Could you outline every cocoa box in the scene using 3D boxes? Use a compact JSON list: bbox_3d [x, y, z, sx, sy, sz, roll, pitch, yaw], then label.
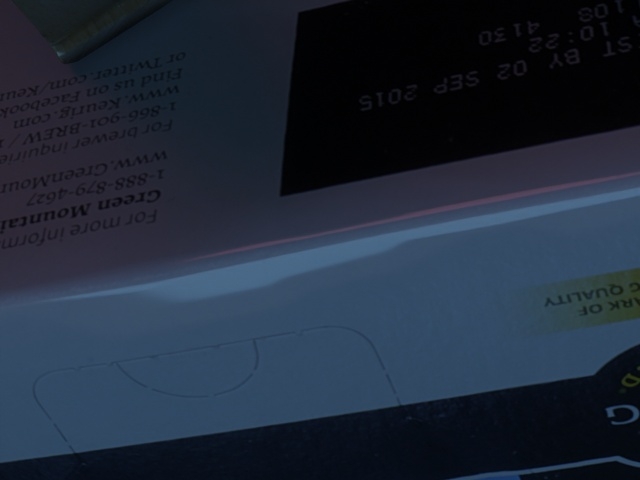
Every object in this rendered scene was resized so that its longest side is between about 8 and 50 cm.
[{"bbox_3d":[0.000,0.000,0.484,0.347,0.231,0.228,-10,136,16],"label":"cocoa box"}]

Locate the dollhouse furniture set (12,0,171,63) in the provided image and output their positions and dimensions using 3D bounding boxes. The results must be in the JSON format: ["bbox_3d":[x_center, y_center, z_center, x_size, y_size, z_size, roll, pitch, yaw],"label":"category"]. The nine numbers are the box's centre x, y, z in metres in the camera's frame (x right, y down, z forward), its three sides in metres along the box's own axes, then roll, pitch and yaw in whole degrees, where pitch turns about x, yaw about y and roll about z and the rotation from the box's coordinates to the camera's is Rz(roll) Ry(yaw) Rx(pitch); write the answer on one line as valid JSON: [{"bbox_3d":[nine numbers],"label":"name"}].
[{"bbox_3d":[-0.004,-0.169,0.330,0.212,0.242,0.161,57,178,8],"label":"dollhouse furniture set"}]
